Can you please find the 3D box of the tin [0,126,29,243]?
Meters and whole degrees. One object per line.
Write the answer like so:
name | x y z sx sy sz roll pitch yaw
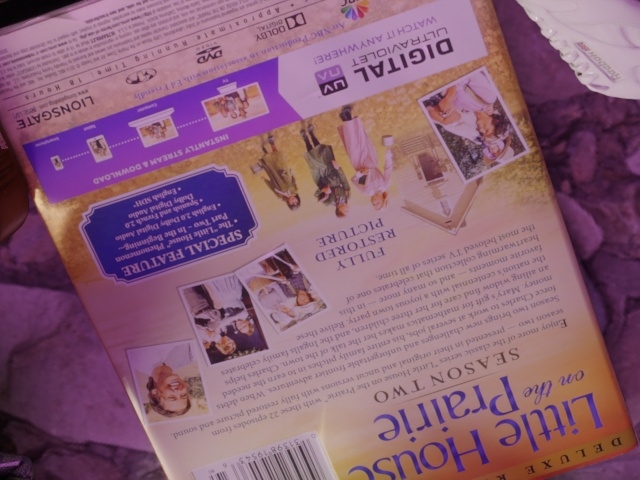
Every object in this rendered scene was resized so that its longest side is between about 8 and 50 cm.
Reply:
tin | -0.238 -0.075 1.070 0.106 0.040 0.189 5 127 40

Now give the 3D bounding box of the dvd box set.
dvd box set | 0.000 0.000 1.133 0.308 0.062 0.420 -19 116 8

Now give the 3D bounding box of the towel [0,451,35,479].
towel | -0.343 0.215 1.142 0.324 0.056 0.312 8 140 -4

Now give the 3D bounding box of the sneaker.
sneaker | 0.163 -0.133 1.036 0.235 0.090 0.095 20 127 -27
